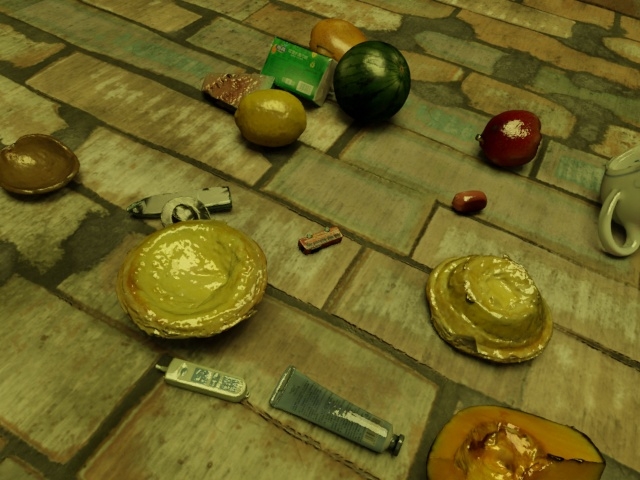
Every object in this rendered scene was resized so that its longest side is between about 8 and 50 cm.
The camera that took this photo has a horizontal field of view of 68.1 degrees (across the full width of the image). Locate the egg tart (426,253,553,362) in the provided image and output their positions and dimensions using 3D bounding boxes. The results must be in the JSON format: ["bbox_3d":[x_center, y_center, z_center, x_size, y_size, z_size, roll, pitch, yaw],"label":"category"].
[{"bbox_3d":[0.381,0.132,1.053,0.291,0.115,0.290,3,51,-3],"label":"egg tart"}]

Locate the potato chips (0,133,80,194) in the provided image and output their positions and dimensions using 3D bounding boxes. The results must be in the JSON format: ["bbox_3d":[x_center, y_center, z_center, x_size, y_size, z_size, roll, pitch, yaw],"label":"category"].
[{"bbox_3d":[-0.712,-0.181,1.202,0.208,0.061,0.195,3,55,-7],"label":"potato chips"}]

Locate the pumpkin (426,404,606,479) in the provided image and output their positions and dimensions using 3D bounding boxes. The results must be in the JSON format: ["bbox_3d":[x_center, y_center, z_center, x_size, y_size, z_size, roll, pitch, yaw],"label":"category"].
[{"bbox_3d":[0.307,0.395,0.839,0.313,0.148,0.169,7,9,-7],"label":"pumpkin"}]

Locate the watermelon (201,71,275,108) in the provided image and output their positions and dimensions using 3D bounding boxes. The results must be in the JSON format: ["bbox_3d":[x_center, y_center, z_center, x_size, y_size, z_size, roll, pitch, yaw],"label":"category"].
[{"bbox_3d":[-0.275,-0.464,1.493,0.241,0.094,0.154,21,61,11],"label":"watermelon"}]

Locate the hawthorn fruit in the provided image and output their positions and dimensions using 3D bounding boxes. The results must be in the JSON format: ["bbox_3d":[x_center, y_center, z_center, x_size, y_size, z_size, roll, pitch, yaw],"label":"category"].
[{"bbox_3d":[0.555,-0.305,1.411,0.188,0.169,0.168,8,50,5],"label":"hawthorn fruit"}]

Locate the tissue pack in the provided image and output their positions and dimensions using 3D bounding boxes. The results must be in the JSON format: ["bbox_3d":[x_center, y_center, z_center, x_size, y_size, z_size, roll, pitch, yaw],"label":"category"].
[{"bbox_3d":[-0.061,-0.544,1.546,0.209,0.147,0.156,26,11,15],"label":"tissue pack"}]

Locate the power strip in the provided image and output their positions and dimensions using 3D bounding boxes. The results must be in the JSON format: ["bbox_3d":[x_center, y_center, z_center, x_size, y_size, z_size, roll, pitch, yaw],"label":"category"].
[{"bbox_3d":[-0.227,0.267,0.911,0.191,0.030,0.047,14,49,4],"label":"power strip"}]

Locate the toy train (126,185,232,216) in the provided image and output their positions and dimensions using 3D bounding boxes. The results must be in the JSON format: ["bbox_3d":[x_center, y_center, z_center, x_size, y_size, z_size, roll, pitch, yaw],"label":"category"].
[{"bbox_3d":[-0.350,-0.090,1.184,0.252,0.048,0.055,-8,72,-8],"label":"toy train"}]

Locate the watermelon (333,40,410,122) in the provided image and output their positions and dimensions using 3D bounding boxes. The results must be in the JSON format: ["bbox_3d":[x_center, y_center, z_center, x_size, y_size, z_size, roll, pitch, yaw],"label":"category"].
[{"bbox_3d":[0.155,-0.482,1.451,0.243,0.242,0.242,4,50,-4],"label":"watermelon"}]

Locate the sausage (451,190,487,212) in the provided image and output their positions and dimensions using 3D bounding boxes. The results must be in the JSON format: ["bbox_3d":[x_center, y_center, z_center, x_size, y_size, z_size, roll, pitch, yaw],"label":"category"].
[{"bbox_3d":[0.406,-0.107,1.289,0.094,0.058,0.054,-8,34,-10],"label":"sausage"}]

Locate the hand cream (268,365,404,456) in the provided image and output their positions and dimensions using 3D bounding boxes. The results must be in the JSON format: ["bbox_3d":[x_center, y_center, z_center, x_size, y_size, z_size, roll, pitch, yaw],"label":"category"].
[{"bbox_3d":[0.032,0.322,0.886,0.256,0.055,0.088,23,59,14],"label":"hand cream"}]

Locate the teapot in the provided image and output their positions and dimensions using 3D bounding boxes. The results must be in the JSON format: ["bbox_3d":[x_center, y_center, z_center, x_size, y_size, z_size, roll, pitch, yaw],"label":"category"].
[{"bbox_3d":[0.904,-0.113,1.263,0.424,0.252,0.280,-37,100,-11],"label":"teapot"}]

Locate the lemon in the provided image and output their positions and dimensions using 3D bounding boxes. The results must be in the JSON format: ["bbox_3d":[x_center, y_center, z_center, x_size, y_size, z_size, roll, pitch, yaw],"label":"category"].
[{"bbox_3d":[-0.143,-0.347,1.350,0.208,0.170,0.169,0,50,-5],"label":"lemon"}]

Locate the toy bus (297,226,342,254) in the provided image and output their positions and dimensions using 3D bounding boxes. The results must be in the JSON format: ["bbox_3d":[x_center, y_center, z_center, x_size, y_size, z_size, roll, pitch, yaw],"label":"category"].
[{"bbox_3d":[0.000,0.000,1.165,0.110,0.031,0.043,-21,62,-23],"label":"toy bus"}]

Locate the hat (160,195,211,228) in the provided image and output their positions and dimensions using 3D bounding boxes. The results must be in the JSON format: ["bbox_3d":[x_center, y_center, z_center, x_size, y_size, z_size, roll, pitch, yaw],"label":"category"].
[{"bbox_3d":[-0.321,-0.058,1.128,0.121,0.050,0.121,2,79,-9],"label":"hat"}]

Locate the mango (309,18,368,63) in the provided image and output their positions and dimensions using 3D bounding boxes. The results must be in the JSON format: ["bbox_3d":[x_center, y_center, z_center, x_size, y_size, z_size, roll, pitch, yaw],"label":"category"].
[{"bbox_3d":[0.080,-0.650,1.646,0.290,0.159,0.191,38,49,11],"label":"mango"}]

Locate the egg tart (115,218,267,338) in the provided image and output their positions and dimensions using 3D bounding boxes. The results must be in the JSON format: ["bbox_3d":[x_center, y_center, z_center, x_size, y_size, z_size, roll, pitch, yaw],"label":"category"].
[{"bbox_3d":[-0.264,0.088,1.000,0.315,0.120,0.314,3,48,-4],"label":"egg tart"}]
